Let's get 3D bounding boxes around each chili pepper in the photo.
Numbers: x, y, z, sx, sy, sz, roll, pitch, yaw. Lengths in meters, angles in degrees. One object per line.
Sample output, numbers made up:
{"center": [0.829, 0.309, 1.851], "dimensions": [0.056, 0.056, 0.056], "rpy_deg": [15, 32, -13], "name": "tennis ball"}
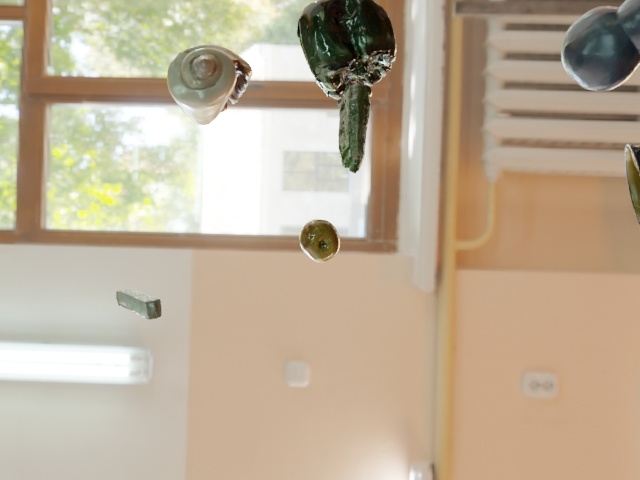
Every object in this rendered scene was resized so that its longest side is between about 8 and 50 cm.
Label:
{"center": [0.068, -0.213, 1.629], "dimensions": [0.088, 0.059, 0.227], "rpy_deg": [123, 157, -43], "name": "chili pepper"}
{"center": [0.065, -0.543, 2.282], "dimensions": [0.233, 0.248, 0.257], "rpy_deg": [111, 141, -73], "name": "chili pepper"}

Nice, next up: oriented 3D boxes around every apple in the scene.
{"center": [0.000, 0.000, 1.619], "dimensions": [0.071, 0.083, 0.084], "rpy_deg": [-143, 52, -67], "name": "apple"}

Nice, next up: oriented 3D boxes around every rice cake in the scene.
{"center": [-0.400, 0.135, 1.811], "dimensions": [0.210, 0.034, 0.043], "rpy_deg": [9, 105, 57], "name": "rice cake"}

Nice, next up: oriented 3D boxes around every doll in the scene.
{"center": [0.615, -0.403, 1.663], "dimensions": [0.258, 0.154, 0.228], "rpy_deg": [-32, 46, 34], "name": "doll"}

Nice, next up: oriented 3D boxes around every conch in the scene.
{"center": [-0.225, -0.299, 1.580], "dimensions": [0.158, 0.127, 0.255], "rpy_deg": [-46, 5, -19], "name": "conch"}

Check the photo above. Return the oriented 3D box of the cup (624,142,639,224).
{"center": [0.746, -0.087, 1.597], "dimensions": [0.178, 0.256, 0.255], "rpy_deg": [20, -120, -75], "name": "cup"}
